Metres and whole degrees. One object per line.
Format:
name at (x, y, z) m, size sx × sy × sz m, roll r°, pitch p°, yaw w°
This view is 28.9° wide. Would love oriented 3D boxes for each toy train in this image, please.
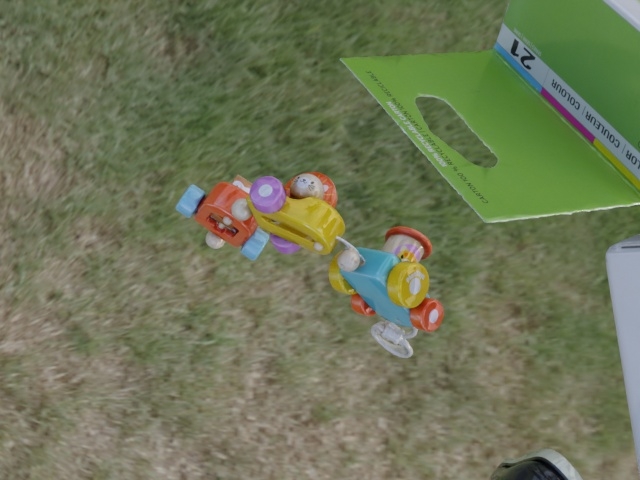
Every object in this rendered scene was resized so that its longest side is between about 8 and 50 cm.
toy train at (0.000, 0.000, 0.718) m, size 0.166 × 0.125 × 0.046 m, roll 32°, pitch 71°, yaw -1°

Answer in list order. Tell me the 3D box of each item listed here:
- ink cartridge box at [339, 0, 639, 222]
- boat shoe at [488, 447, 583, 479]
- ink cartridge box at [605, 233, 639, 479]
ink cartridge box at (0.173, -0.112, 0.794) m, size 0.255 × 0.097 × 0.189 m, roll -9°, pitch 44°, yaw -29°
boat shoe at (0.101, 0.141, 0.646) m, size 0.042 × 0.133 × 0.049 m, roll -37°, pitch 76°, yaw -14°
ink cartridge box at (0.273, 0.136, 0.564) m, size 0.066 × 0.261 × 0.296 m, roll -16°, pitch 98°, yaw -41°
